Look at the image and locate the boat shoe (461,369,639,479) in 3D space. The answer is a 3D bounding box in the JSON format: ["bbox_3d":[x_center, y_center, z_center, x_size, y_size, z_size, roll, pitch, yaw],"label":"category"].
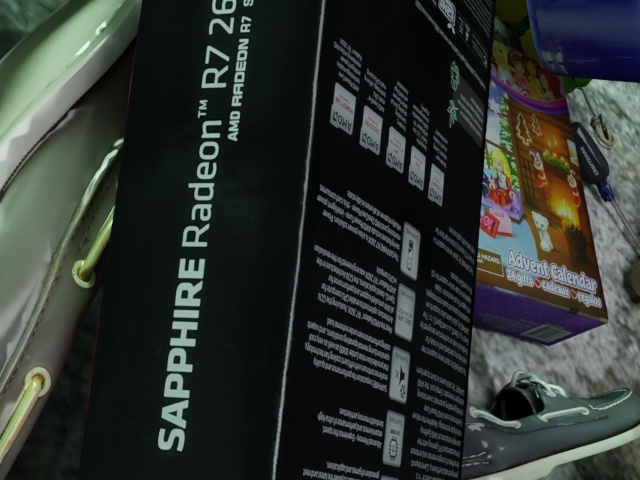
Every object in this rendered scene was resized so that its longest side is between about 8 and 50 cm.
[{"bbox_3d":[0.140,0.111,0.851,0.206,0.075,0.064,-10,80,-45],"label":"boat shoe"}]

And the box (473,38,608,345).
[{"bbox_3d":[0.064,-0.057,0.873,0.293,0.057,0.200,16,57,-41],"label":"box"}]

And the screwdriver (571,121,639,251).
[{"bbox_3d":[0.236,-0.020,1.074,0.025,0.024,0.169,-34,104,-21],"label":"screwdriver"}]

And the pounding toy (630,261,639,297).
[{"bbox_3d":[0.347,0.010,1.076,0.206,0.094,0.181,-13,83,-37],"label":"pounding toy"}]

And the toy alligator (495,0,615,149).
[{"bbox_3d":[0.191,-0.160,1.057,0.189,0.051,0.056,53,30,-3],"label":"toy alligator"}]

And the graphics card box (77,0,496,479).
[{"bbox_3d":[0.000,0.000,0.617,0.233,0.094,0.370,29,65,-63],"label":"graphics card box"}]

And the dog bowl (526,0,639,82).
[{"bbox_3d":[0.217,-0.240,0.919,0.265,0.104,0.264,6,90,-70],"label":"dog bowl"}]

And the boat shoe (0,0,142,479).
[{"bbox_3d":[-0.127,-0.009,0.602,0.096,0.117,0.324,48,46,-24],"label":"boat shoe"}]
